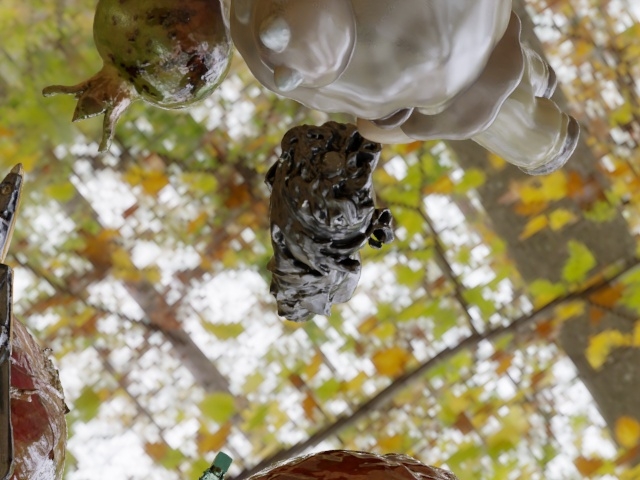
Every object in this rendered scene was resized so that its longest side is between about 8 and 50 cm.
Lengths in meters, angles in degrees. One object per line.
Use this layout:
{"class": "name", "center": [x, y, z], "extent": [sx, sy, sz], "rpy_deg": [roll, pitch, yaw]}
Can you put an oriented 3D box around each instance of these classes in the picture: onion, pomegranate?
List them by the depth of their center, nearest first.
{"class": "pomegranate", "center": [-0.183, -0.193, 1.566], "extent": [0.220, 0.156, 0.156], "rpy_deg": [-48, -155, -27]}
{"class": "onion", "center": [-0.440, 0.197, 1.758], "extent": [0.354, 0.353, 0.353], "rpy_deg": [-31, -156, 15]}

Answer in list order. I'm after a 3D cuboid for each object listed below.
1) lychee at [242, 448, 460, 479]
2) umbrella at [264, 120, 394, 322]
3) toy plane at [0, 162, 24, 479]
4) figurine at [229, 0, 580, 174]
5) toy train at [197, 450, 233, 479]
{"class": "lychee", "center": [0.000, 0.228, 0.704], "extent": [0.255, 0.255, 0.300], "rpy_deg": [-32, -179, 13]}
{"class": "umbrella", "center": [0.004, 0.009, 1.548], "extent": [0.128, 0.336, 0.154], "rpy_deg": [-5, -127, -9]}
{"class": "toy plane", "center": [-0.346, 0.069, 1.442], "extent": [0.204, 0.103, 0.316], "rpy_deg": [14, -95, 16]}
{"class": "figurine", "center": [0.078, -0.168, 1.155], "extent": [0.203, 0.380, 0.248], "rpy_deg": [-7, -115, 34]}
{"class": "toy train", "center": [-0.138, 0.293, 1.829], "extent": [0.092, 0.029, 0.045], "rpy_deg": [-51, -173, 48]}
